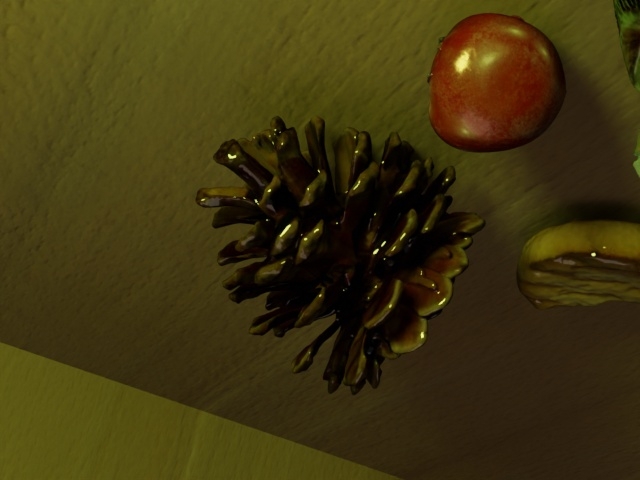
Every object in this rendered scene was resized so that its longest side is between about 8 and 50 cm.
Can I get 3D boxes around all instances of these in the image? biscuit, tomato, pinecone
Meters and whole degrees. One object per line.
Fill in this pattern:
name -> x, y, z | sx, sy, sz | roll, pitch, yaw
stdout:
biscuit -> 0.415, 0.033, 1.761 | 0.274, 0.091, 0.213 | 1, 154, 27
tomato -> 0.200, -0.172, 1.385 | 0.167, 0.167, 0.167 | 11, 154, 5
pinecone -> 0.000, 0.000, 1.628 | 0.385, 0.384, 0.384 | 11, 154, 5

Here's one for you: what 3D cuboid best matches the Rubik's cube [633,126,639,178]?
Rubik's cube -> 0.482, -0.089, 1.331 | 0.224, 0.212, 0.265 | 27, 157, -20

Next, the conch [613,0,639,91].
conch -> 0.375, -0.240, 1.202 | 0.187, 0.124, 0.181 | 35, 142, -27
